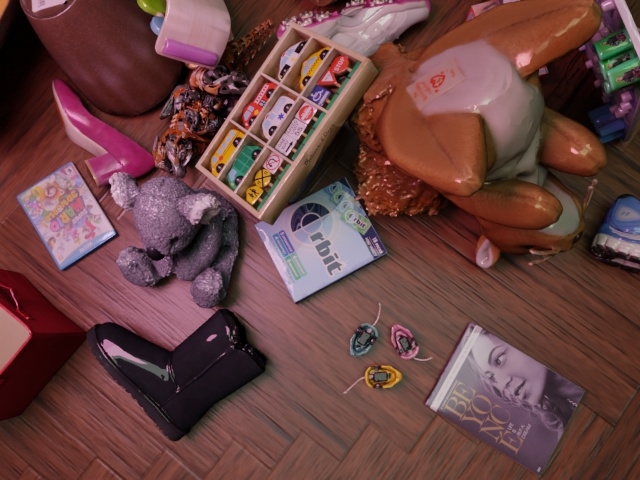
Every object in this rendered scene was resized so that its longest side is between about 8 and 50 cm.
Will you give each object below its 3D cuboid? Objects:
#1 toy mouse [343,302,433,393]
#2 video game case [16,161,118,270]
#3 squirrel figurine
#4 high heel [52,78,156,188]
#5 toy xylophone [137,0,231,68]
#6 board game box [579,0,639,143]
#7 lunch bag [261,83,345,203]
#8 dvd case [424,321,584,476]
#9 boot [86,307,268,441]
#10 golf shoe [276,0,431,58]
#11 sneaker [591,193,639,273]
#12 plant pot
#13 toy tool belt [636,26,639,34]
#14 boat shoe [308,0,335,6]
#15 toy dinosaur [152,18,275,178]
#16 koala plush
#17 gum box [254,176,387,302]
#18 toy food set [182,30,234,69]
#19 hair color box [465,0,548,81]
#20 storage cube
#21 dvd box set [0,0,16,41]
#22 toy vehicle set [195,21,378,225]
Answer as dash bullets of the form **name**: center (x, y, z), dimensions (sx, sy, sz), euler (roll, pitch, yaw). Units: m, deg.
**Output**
- **toy mouse**: center (0.108, 0.179, 0.932), dimensions (0.160, 0.031, 0.143), euler (-8, 81, 0)
- **video game case**: center (-0.464, -0.045, 0.990), dimensions (0.119, 0.015, 0.166), euler (-34, 82, -5)
- **squirrel figurine**: center (0.230, -0.126, 0.838), dimensions (0.396, 0.370, 0.281), euler (21, 76, 45)
- **high heel**: center (-0.402, -0.211, 0.996), dimensions (0.117, 0.082, 0.244), euler (-25, 69, -26)
- **toy xylophone**: center (-0.272, -0.443, 0.901), dimensions (0.081, 0.236, 0.323), euler (-42, 52, 36)
- **board game box**: center (0.404, -0.364, 0.853), dimensions (0.050, 0.390, 0.390), euler (-21, 79, 23)
- **lunch bag**: center (-0.036, -0.170, 0.911), dimensions (0.090, 0.176, 0.219), euler (34, 95, 10)
- **dvd case**: center (0.313, 0.267, 0.920), dimensions (0.221, 0.018, 0.165), euler (31, 83, 6)
- **boot**: center (-0.234, 0.180, 0.905), dimensions (0.207, 0.094, 0.246), euler (-42, 89, -2)
- **golf shoe**: center (0.070, -0.369, 0.999), dimensions (0.306, 0.115, 0.140), euler (-21, 119, -15)
- **sneaker**: center (0.640, 0.008, 0.901), dimensions (0.329, 0.130, 0.147), euler (20, 84, 5)
- **plant pot**: center (-0.382, -0.356, 0.914), dimensions (0.215, 0.230, 0.216), euler (-2, 80, 11)
- **toy tool belt**: center (0.577, -0.370, 1.005), dimensions (0.083, 0.052, 0.051), euler (34, 39, 2)
- **boat shoe**: center (-0.050, -0.585, 1.036), dimensions (0.123, 0.123, 0.342), euler (-33, 71, -35)
- **toy dinosaur**: center (-0.174, -0.254, 0.959), dimensions (0.218, 0.164, 0.322), euler (27, 103, 21)
- **koala plush**: center (-0.233, -0.030, 0.865), dimensions (0.196, 0.221, 0.204), euler (15, 69, 11)
- **gum box**: center (0.000, 0.000, 0.959), dimensions (0.184, 0.041, 0.157), euler (-27, 81, -4)
- **toy food set**: center (-0.262, -0.382, 1.036), dimensions (0.191, 0.038, 0.133), euler (-22, 75, 6)
- **hair color box**: center (0.345, -0.363, 1.007), dimensions (0.093, 0.053, 0.167), euler (-17, 79, -1)
- **storage cube**: center (-0.535, 0.165, 0.867), dimensions (0.183, 0.193, 0.215), euler (38, 82, 7)
- **dvd box set**: center (-0.566, -0.367, 0.914), dimensions (0.062, 0.307, 0.421), euler (25, 81, -32)
- **toy vehicle set**: center (-0.056, -0.175, 0.793), dimensions (0.166, 0.035, 0.267), euler (37, 94, 32)
